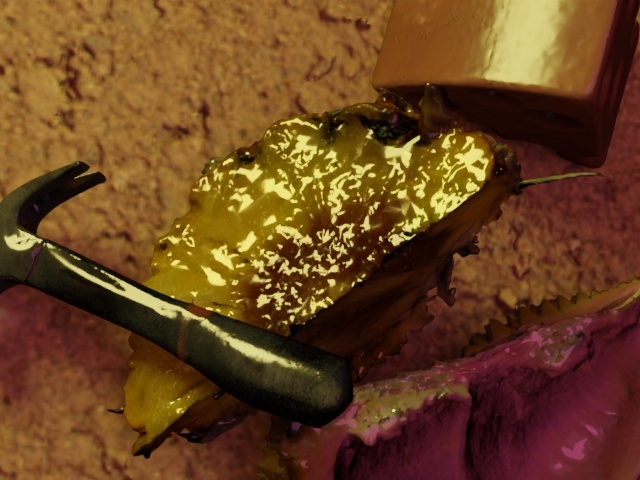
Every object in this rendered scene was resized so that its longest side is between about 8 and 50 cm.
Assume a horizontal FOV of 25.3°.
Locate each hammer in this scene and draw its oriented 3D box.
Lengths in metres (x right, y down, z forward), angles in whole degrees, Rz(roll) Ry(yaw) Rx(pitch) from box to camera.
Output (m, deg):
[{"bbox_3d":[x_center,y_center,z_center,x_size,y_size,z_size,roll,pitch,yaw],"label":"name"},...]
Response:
[{"bbox_3d":[-0.102,0.042,0.895,0.290,0.037,0.137,20,83,25],"label":"hammer"}]

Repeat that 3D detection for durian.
[{"bbox_3d":[0.108,0.140,1.006,0.341,0.112,0.191,-19,115,-21],"label":"durian"}]

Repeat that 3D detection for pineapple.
[{"bbox_3d":[0.002,0.002,0.977,0.334,0.158,0.161,-44,58,13],"label":"pineapple"}]

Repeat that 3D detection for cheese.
[{"bbox_3d":[0.136,-0.150,1.049,0.177,0.203,0.128,14,84,14],"label":"cheese"}]
